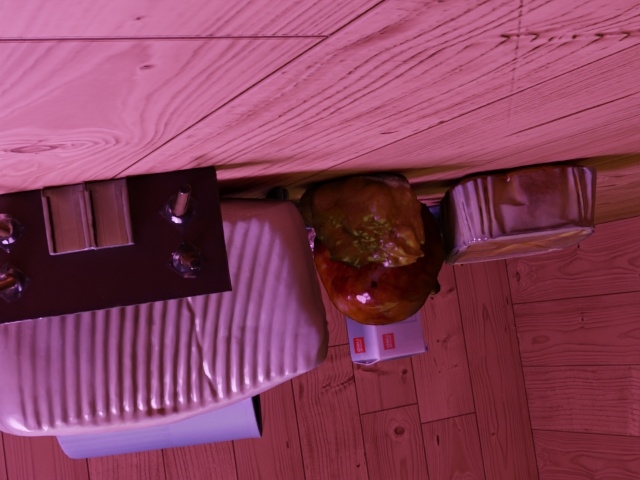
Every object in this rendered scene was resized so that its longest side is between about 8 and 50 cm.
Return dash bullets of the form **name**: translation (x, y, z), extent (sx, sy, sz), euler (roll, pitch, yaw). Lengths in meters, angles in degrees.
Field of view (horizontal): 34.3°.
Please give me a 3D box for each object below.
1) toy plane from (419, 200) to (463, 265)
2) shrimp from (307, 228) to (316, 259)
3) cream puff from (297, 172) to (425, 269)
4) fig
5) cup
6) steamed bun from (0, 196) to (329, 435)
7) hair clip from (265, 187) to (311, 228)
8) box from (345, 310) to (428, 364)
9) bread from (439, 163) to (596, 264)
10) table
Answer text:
- **toy plane**: translation (0.200, -0.022, 1.741), extent (0.204, 0.102, 0.316), euler (-12, 168, 27)
- **shrimp**: translation (0.000, 0.000, 1.604), extent (0.233, 0.090, 0.079), euler (-24, -159, 38)
- **cream puff**: translation (0.053, -0.019, 1.254), extent (0.146, 0.116, 0.146), euler (-12, 178, 0)
- **fig**: translation (0.088, 0.041, 1.487), extent (0.191, 0.190, 0.290), euler (-8, 165, 1)
- **cup**: translation (-0.268, 0.185, 1.645), extent (0.311, 0.256, 0.331), euler (-9, 132, -1)
- **steamed bun**: translation (-0.198, 0.075, 1.175), extent (0.384, 0.246, 0.236), euler (-13, -171, -14)
- **hair clip**: translation (-0.050, -0.038, 1.323), extent (0.070, 0.039, 0.229), euler (-7, 175, 4)
- **box**: translation (0.113, 0.094, 1.953), extent (0.135, 0.269, 0.079), euler (-3, 173, -42)
- **bread**: translation (0.273, -0.041, 1.450), extent (0.210, 0.109, 0.192), euler (-8, 170, -4)
- **table**: translation (-0.209, 0.004, 0.954), extent (0.240, 0.121, 0.111), euler (-9, 176, -4)
